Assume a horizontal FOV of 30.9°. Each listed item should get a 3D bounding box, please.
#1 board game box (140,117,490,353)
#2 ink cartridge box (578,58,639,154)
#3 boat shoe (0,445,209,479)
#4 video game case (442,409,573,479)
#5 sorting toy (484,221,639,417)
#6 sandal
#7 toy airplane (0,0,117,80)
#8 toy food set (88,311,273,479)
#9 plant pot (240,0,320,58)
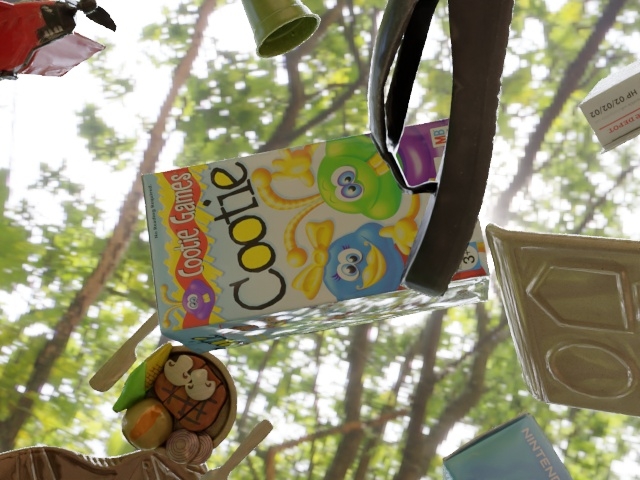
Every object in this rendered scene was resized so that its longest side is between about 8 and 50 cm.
[{"bbox_3d":[0.000,0.000,1.020,0.275,0.144,0.142,-10,-103,5],"label":"board game box"},{"bbox_3d":[0.372,-0.169,1.364,0.061,0.104,0.181,58,-151,-5],"label":"ink cartridge box"},{"bbox_3d":[-0.302,0.325,1.435,0.341,0.110,0.122,6,-119,-37],"label":"boat shoe"},{"bbox_3d":[0.156,0.258,0.664,0.061,0.269,0.244,-26,-25,-8],"label":"video game case"},{"bbox_3d":[0.230,0.063,0.830,0.038,0.208,0.193,-58,-37,-34],"label":"sorting toy"},{"bbox_3d":[0.054,-0.104,0.491,0.054,0.097,0.254,8,-81,6],"label":"sandal"},{"bbox_3d":[-0.149,-0.065,0.440,0.151,0.151,0.028,-8,-98,-37],"label":"toy airplane"},{"bbox_3d":[-0.153,0.178,1.247,0.192,0.038,0.132,42,-87,10],"label":"toy food set"},{"bbox_3d":[-0.055,-0.264,1.321,0.083,0.083,0.079,-21,-103,-35],"label":"plant pot"}]
